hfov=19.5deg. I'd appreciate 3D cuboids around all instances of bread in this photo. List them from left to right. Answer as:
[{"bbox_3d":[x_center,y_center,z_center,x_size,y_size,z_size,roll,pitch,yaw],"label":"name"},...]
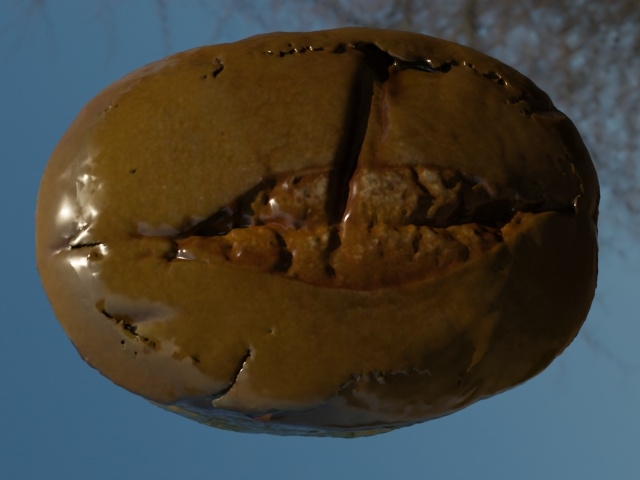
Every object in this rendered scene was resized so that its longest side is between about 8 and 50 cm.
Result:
[{"bbox_3d":[0.000,0.000,0.900,0.142,0.269,0.195,111,157,-74],"label":"bread"}]
